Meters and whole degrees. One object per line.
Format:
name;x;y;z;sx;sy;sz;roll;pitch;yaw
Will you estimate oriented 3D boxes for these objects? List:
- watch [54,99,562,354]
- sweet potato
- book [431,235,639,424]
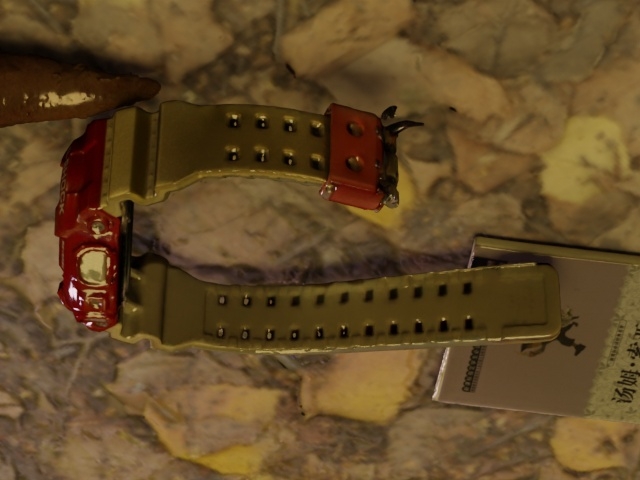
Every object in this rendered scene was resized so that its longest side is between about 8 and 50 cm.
watch;-0.007;-0.003;1.021;0.268;0.102;0.165;-2;144;4
sweet potato;-0.196;-0.082;0.987;0.226;0.068;0.068;-8;131;-6
book;0.165;0.056;1.125;0.182;0.014;0.127;7;130;-4
